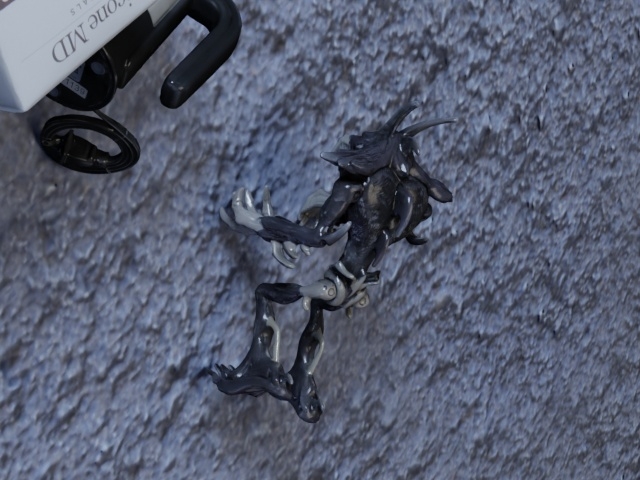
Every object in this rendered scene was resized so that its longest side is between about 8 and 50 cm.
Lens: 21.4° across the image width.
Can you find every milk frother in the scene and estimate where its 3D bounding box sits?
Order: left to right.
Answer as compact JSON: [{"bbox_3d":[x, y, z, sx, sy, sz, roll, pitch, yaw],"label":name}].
[{"bbox_3d":[-0.140,-0.134,1.168,0.129,0.143,0.134,43,51,-10],"label":"milk frother"}]

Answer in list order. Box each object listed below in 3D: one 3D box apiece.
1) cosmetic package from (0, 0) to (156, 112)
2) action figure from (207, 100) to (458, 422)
[{"bbox_3d":[-0.206,-0.199,0.994,0.151,0.151,0.183,-47,135,-35],"label":"cosmetic package"},{"bbox_3d":[0.000,0.000,1.357,0.164,0.141,0.275,14,106,-52],"label":"action figure"}]
